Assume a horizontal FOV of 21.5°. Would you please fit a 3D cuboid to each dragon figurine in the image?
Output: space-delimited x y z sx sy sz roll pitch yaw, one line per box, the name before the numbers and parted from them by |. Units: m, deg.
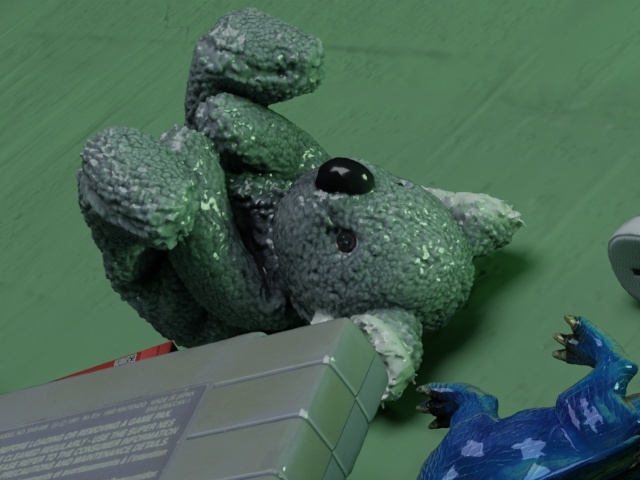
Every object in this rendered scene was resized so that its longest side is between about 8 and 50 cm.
dragon figurine | 0.119 0.115 0.798 0.289 0.085 0.144 -21 30 14

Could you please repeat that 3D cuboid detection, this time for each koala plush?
koala plush | 0.000 0.000 1.033 0.221 0.203 0.196 18 48 25

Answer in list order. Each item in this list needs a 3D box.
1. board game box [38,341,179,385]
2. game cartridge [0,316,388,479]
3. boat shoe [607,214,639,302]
board game box | -0.167 0.173 1.009 0.145 0.027 0.281 -20 30 17
game cartridge | -0.147 0.157 0.846 0.355 0.068 0.230 -15 27 33
boat shoe | 0.244 0.005 0.870 0.076 0.083 0.226 -38 28 -21
